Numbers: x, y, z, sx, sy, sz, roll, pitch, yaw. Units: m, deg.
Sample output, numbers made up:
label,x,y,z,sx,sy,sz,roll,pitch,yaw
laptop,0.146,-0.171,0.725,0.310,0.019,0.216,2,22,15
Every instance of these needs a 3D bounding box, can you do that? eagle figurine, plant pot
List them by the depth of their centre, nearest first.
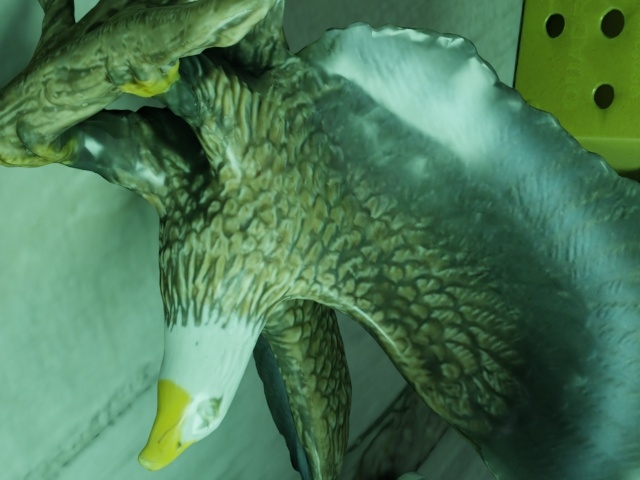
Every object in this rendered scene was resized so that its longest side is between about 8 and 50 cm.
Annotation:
label,x,y,z,sx,sy,sz,roll,pitch,yaw
eagle figurine,-0.006,0.009,0.665,0.298,0.226,0.225,37,95,-32
plant pot,0.242,-0.121,1.035,0.187,0.212,0.212,8,89,-44

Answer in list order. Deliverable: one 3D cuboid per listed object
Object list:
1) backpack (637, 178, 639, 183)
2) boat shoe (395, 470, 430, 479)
label,x,y,z,sx,sy,sz,roll,pitch,yaw
backpack,0.189,0.070,1.017,0.158,0.117,0.173,-28,139,0
boat shoe,0.089,0.280,0.959,0.114,0.091,0.302,-37,125,-48
